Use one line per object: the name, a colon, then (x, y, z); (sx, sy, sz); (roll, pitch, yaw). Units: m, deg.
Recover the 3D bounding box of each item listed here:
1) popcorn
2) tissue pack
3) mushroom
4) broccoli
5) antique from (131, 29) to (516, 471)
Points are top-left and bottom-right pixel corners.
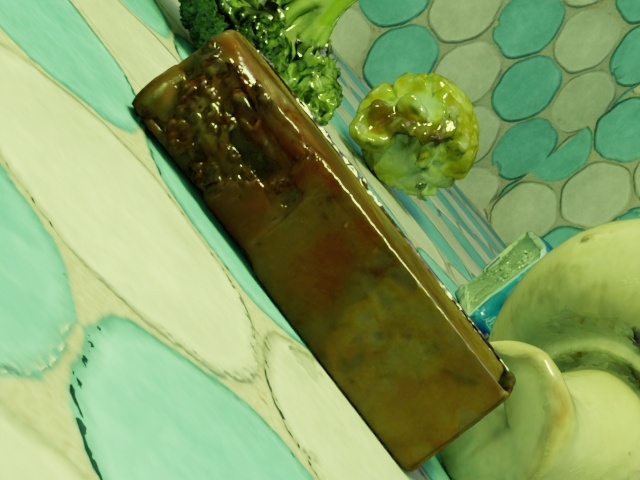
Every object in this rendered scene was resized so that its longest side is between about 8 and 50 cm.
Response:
popcorn: (0.133, -0.157, 1.957); (0.212, 0.198, 0.198); (7, 42, -57)
tissue pack: (0.300, 0.136, 1.643); (0.263, 0.146, 0.198); (50, 8, -5)
mushroom: (0.256, 0.114, 1.048); (0.356, 0.315, 0.315); (46, 10, -29)
broccoli: (-0.050, -0.229, 1.290); (0.226, 0.176, 0.198); (38, 10, 16)
antique: (0.000, 0.000, 0.873); (0.310, 0.087, 0.093); (53, 10, 7)
